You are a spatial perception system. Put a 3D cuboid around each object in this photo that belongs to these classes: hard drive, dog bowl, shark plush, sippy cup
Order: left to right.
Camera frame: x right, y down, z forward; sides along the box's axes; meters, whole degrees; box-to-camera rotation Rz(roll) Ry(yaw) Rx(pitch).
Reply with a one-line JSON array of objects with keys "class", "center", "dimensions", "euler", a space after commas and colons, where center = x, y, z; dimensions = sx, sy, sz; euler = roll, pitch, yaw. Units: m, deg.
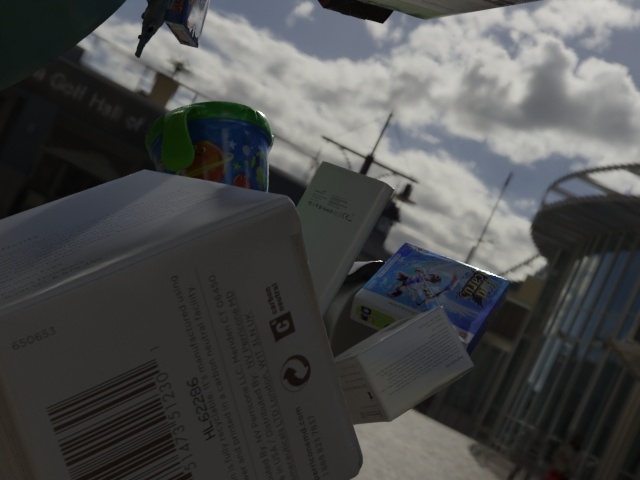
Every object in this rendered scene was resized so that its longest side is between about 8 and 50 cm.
[{"class": "shark plush", "center": [-0.346, -0.444, 1.886], "dimensions": [0.073, 0.161, 0.067], "euler": [34, 27, -27]}, {"class": "sippy cup", "center": [-0.191, -0.098, 1.696], "dimensions": [0.305, 0.224, 0.240], "euler": [10, -28, -38]}, {"class": "hard drive", "center": [0.000, 0.000, 1.876], "dimensions": [0.203, 0.308, 0.040], "euler": [24, -6, 47]}, {"class": "dog bowl", "center": [0.059, 0.206, 2.022], "dimensions": [0.102, 0.349, 0.348], "euler": [11, -12, 36]}]

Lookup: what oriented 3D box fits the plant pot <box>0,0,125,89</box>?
[{"class": "plant pot", "center": [-0.450, -0.393, 1.340], "dimensions": [0.293, 0.293, 0.235], "euler": [20, -31, 56]}]

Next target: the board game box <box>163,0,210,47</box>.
[{"class": "board game box", "center": [-0.204, -0.433, 1.535], "dimensions": [0.035, 0.201, 0.136], "euler": [14, -4, 4]}]

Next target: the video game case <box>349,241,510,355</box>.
[{"class": "video game case", "center": [0.227, 0.119, 1.889], "dimensions": [0.244, 0.061, 0.269], "euler": [22, 34, 19]}]

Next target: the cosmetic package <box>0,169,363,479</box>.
[{"class": "cosmetic package", "center": [-0.219, 0.132, 1.048], "dimensions": [0.393, 0.327, 0.330], "euler": [15, -56, 56]}]

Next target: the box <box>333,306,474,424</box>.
[{"class": "box", "center": [0.125, 0.212, 1.558], "dimensions": [0.119, 0.181, 0.181], "euler": [61, -23, 2]}]

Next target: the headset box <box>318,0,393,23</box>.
[{"class": "headset box", "center": [0.055, -0.648, 2.231], "dimensions": [0.218, 0.110, 0.293], "euler": [1, 48, -45]}]

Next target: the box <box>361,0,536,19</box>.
[{"class": "box", "center": [0.246, -0.464, 1.686], "dimensions": [0.322, 0.059, 0.232], "euler": [1, 0, 43]}]
